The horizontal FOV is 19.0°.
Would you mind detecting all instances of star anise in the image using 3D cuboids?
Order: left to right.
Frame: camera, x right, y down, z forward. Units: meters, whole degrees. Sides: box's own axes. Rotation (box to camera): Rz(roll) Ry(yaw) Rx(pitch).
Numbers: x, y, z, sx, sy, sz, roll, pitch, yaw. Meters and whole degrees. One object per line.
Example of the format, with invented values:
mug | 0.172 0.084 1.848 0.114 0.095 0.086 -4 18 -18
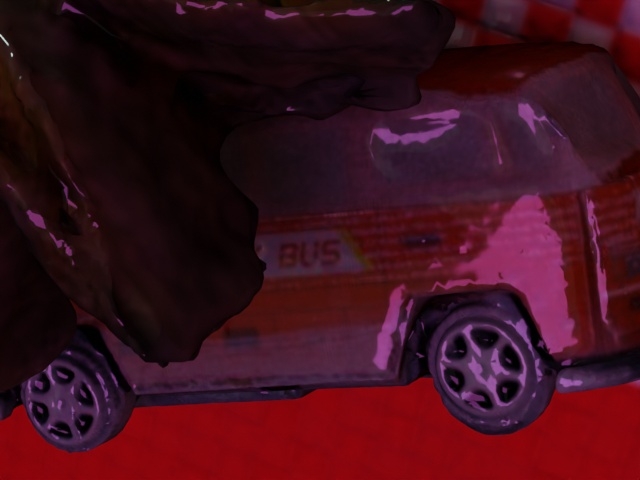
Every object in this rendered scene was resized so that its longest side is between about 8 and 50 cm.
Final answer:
star anise | -0.083 -0.084 0.598 0.332 0.117 0.331 -12 64 26

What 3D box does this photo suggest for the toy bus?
toy bus | 0.000 0.000 0.658 0.265 0.121 0.120 -5 99 28
